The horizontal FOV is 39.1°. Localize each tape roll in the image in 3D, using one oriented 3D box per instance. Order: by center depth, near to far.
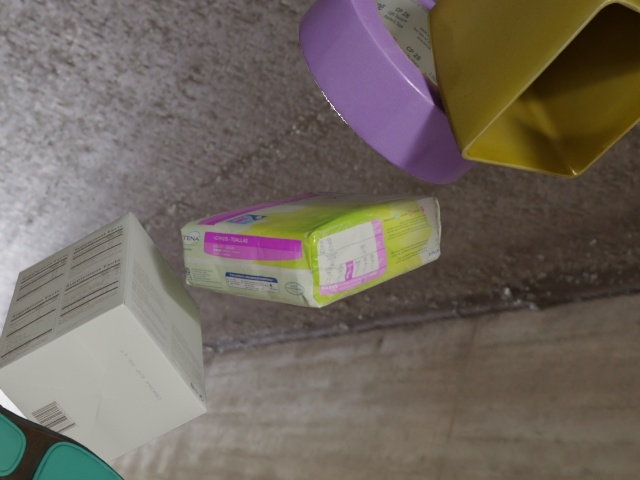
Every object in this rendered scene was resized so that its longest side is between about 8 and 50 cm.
[{"bbox_3d":[0.105,-0.201,1.076,0.275,0.274,0.090,28,126,-29],"label":"tape roll"}]

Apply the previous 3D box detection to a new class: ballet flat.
[{"bbox_3d":[-0.195,0.149,0.572,0.203,0.074,0.074,42,153,-22],"label":"ballet flat"}]

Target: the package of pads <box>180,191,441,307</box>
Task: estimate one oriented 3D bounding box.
[{"bbox_3d":[0.000,0.000,1.200,0.229,0.101,0.296,5,-165,38],"label":"package of pads"}]

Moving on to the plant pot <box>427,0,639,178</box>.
[{"bbox_3d":[0.240,-0.213,0.957,0.212,0.187,0.212,5,138,-41],"label":"plant pot"}]

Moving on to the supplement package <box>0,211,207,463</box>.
[{"bbox_3d":[-0.294,0.134,1.241,0.198,0.262,0.199,-28,118,5],"label":"supplement package"}]
